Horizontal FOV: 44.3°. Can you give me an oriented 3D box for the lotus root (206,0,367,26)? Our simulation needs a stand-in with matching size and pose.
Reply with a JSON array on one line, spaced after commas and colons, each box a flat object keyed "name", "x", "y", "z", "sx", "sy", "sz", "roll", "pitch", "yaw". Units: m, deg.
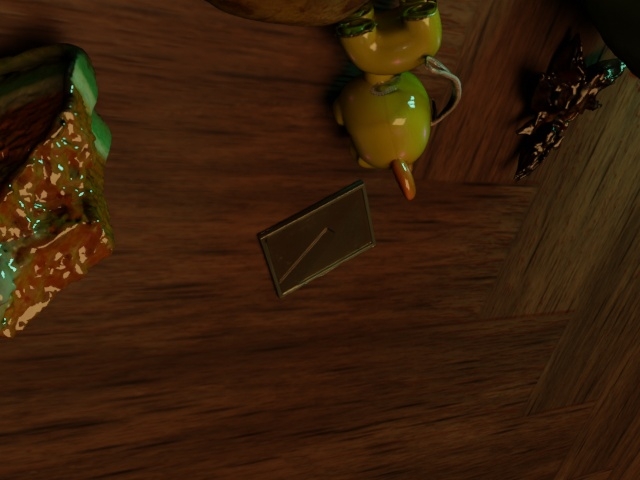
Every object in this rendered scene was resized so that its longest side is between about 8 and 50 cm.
[{"name": "lotus root", "x": -0.048, "y": -0.260, "z": 0.656, "sx": 0.260, "sy": 0.128, "sz": 0.145, "roll": -2, "pitch": 123, "yaw": -45}]

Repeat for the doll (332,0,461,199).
[{"name": "doll", "x": 0.080, "y": -0.151, "z": 0.842, "sx": 0.135, "sy": 0.143, "sz": 0.220, "roll": -10, "pitch": 126, "yaw": 6}]

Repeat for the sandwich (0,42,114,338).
[{"name": "sandwich", "x": -0.270, "y": -0.028, "z": 0.635, "sx": 0.292, "sy": 0.212, "sz": 0.109, "roll": -51, "pitch": 152, "yaw": -11}]

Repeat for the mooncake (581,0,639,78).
[{"name": "mooncake", "x": 0.472, "y": -0.309, "z": 0.837, "sx": 0.194, "sy": 0.356, "sz": 0.356, "roll": 18, "pitch": 110, "yaw": -45}]

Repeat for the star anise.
[{"name": "star anise", "x": 0.314, "y": -0.190, "z": 1.025, "sx": 0.212, "sy": 0.053, "sz": 0.157, "roll": -39, "pitch": 137, "yaw": -2}]

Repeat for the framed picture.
[{"name": "framed picture", "x": 0.000, "y": 0.000, "z": 0.972, "sx": 0.149, "sy": 0.011, "sz": 0.109, "roll": -28, "pitch": 133, "yaw": -15}]
